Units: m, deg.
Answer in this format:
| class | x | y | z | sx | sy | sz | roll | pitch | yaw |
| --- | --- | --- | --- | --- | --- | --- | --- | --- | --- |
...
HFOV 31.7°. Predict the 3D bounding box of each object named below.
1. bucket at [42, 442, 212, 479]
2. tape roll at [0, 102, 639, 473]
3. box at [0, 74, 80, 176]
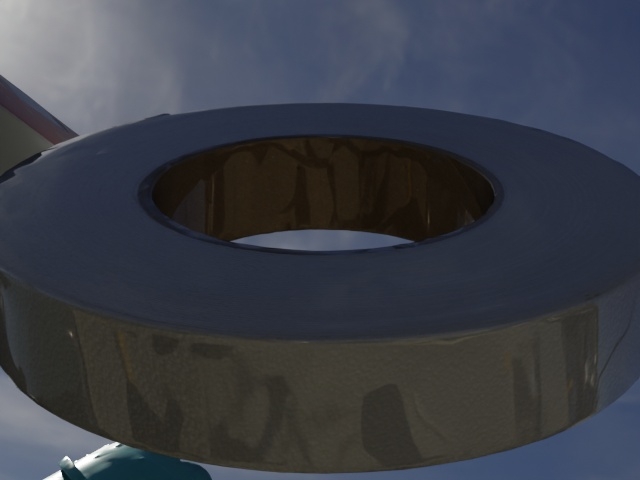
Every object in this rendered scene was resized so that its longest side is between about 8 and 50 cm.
| class | x | y | z | sx | sy | sz | roll | pitch | yaw |
| --- | --- | --- | --- | --- | --- | --- | --- | --- | --- |
| bucket | -0.253 | 0.384 | 1.345 | 0.281 | 0.281 | 0.183 | -1 | 6 | 31 |
| tape roll | 0.000 | 0.000 | 0.658 | 0.392 | 0.392 | 0.072 | 8 | -66 | 18 |
| box | -0.243 | -0.064 | 0.825 | 0.170 | 0.091 | 0.130 | 41 | 4 | -41 |
